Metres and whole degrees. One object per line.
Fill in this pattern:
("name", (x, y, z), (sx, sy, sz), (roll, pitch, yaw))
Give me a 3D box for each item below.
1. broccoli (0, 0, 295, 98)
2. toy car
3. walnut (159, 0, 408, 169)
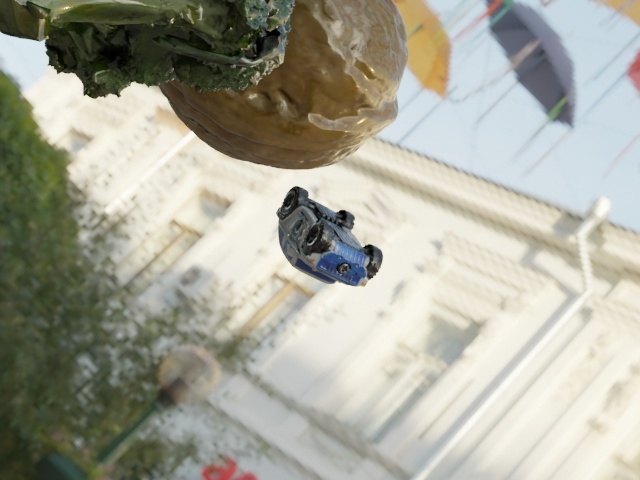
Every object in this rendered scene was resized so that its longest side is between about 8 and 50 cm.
("broccoli", (-0.160, -0.241, 0.973), (0.304, 0.283, 0.321), (-15, -77, 45))
("toy car", (0.000, 0.000, 1.413), (0.080, 0.070, 0.170), (26, 12, -25))
("walnut", (-0.051, -0.232, 1.609), (0.333, 0.333, 0.333), (39, -20, 17))
